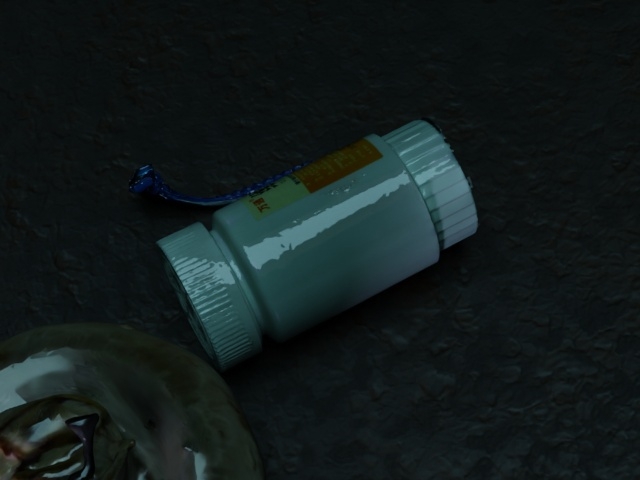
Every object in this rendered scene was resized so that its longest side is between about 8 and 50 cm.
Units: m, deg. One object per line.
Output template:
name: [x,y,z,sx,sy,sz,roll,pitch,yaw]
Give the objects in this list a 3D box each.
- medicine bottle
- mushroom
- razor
medicine bottle: [0.000,0.000,1.518,0.318,0.158,0.158,-26,62,-9]
mushroom: [-0.234,0.233,1.330,0.362,0.294,0.362,-3,62,5]
razor: [-0.053,-0.074,1.628,0.324,0.093,0.056,-8,101,-4]
